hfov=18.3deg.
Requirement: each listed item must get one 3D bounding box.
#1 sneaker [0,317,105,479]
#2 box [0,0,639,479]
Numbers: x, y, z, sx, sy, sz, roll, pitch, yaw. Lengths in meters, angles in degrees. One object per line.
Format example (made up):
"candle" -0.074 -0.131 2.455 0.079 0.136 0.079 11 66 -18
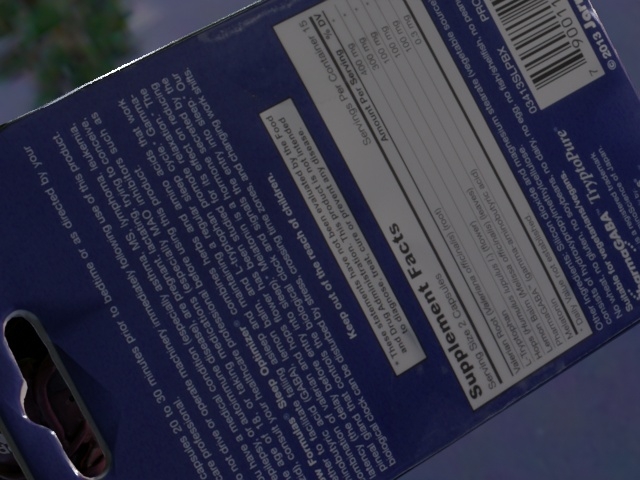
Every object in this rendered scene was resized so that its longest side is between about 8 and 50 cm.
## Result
"sneaker" -0.127 0.120 0.862 0.106 0.162 0.281 5 -104 23
"box" 0.000 0.000 0.555 0.225 0.136 0.036 -29 -176 -29
